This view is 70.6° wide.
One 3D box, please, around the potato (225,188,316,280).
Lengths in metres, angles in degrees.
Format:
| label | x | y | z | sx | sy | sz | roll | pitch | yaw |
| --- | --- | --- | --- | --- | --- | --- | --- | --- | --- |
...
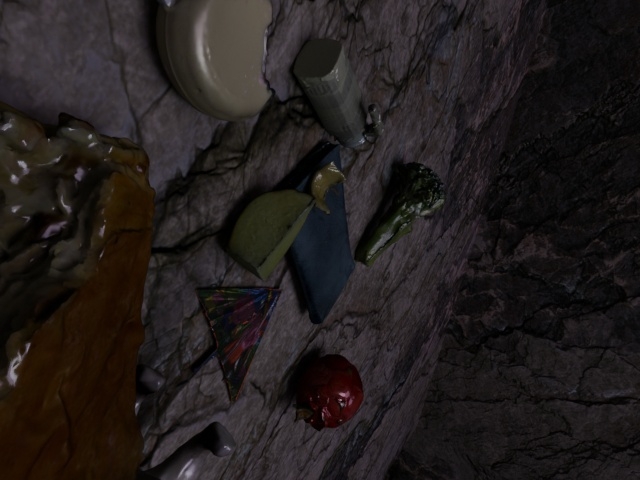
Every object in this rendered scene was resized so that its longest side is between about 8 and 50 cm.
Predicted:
| label | x | y | z | sx | sy | sz | roll | pitch | yaw |
| --- | --- | --- | --- | --- | --- | --- | --- | --- | --- |
| potato | -0.084 | -0.017 | 0.737 | 0.149 | 0.081 | 0.120 | -52 | 175 | -15 |

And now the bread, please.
| label | x | y | z | sx | sy | sz | roll | pitch | yaw |
| --- | --- | --- | --- | --- | --- | --- | --- | --- | --- |
| bread | -0.263 | 0.081 | 0.331 | 0.314 | 0.191 | 0.370 | -42 | 138 | -83 |

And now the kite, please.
| label | x | y | z | sx | sy | sz | roll | pitch | yaw |
| --- | --- | --- | --- | --- | --- | --- | --- | --- | --- |
| kite | -0.143 | 0.162 | 0.822 | 0.234 | 0.016 | 0.321 | -45 | 146 | -39 |

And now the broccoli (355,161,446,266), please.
| label | x | y | z | sx | sy | sz | roll | pitch | yaw |
| --- | --- | --- | --- | --- | --- | --- | --- | --- | --- |
| broccoli | 0.193 | -0.060 | 1.153 | 0.304 | 0.145 | 0.165 | -53 | 161 | -4 |

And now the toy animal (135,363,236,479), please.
| label | x | y | z | sx | sy | sz | roll | pitch | yaw |
| --- | --- | --- | --- | --- | --- | --- | --- | --- | --- |
| toy animal | -0.223 | 0.359 | 0.497 | 0.303 | 0.344 | 0.194 | -47 | 115 | -6 |

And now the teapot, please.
| label | x | y | z | sx | sy | sz | roll | pitch | yaw |
| --- | --- | --- | --- | --- | --- | --- | --- | --- | --- |
| teapot | 0.043 | -0.234 | 0.753 | 0.200 | 0.107 | 0.077 | 47 | 59 | -61 |

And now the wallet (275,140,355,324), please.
| label | x | y | z | sx | sy | sz | roll | pitch | yaw |
| --- | --- | --- | --- | --- | --- | --- | --- | --- | --- |
| wallet | 0.000 | 0.000 | 0.917 | 0.191 | 0.046 | 0.379 | -52 | 147 | -32 |

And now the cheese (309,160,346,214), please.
| label | x | y | z | sx | sy | sz | roll | pitch | yaw |
| --- | --- | --- | --- | --- | --- | --- | --- | --- | --- |
| cheese | 0.008 | -0.093 | 0.782 | 0.060 | 0.041 | 0.084 | 25 | 91 | -54 |

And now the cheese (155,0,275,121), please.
| label | x | y | z | sx | sy | sz | roll | pitch | yaw |
| --- | --- | --- | --- | --- | --- | --- | --- | --- | --- |
| cheese | -0.136 | -0.223 | 0.481 | 0.248 | 0.070 | 0.164 | -3 | 112 | -60 |

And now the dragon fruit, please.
| label | x | y | z | sx | sy | sz | roll | pitch | yaw |
| --- | --- | --- | --- | --- | --- | --- | --- | --- | --- |
| dragon fruit | 0.021 | 0.365 | 1.105 | 0.209 | 0.172 | 0.172 | -23 | 130 | -66 |
